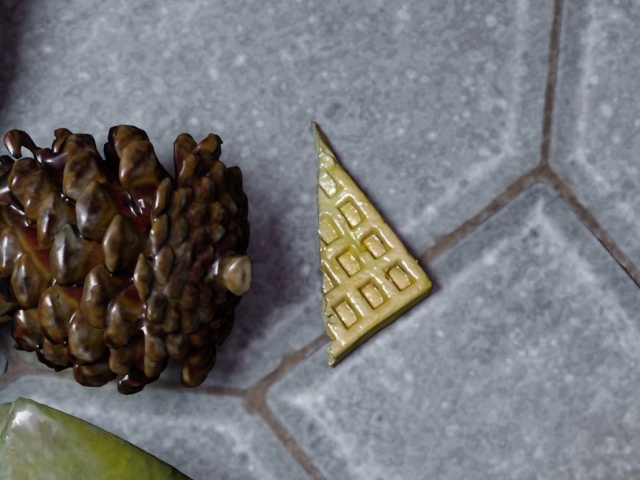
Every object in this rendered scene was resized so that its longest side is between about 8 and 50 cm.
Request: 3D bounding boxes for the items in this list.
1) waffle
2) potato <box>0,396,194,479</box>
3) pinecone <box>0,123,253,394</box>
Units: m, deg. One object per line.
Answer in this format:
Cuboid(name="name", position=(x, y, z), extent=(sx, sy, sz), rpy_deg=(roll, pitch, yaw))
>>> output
Cuboid(name="waffle", position=(0.000, 0.000, 1.643), extent=(0.125, 0.032, 0.191), rpy_deg=(-37, 76, -7))
Cuboid(name="potato", position=(-0.228, 0.196, 1.469), extent=(0.269, 0.255, 0.112), rpy_deg=(15, 74, 4))
Cuboid(name="pinecone", position=(-0.173, 0.011, 1.547), extent=(0.273, 0.224, 0.224), rpy_deg=(4, 73, 26))
